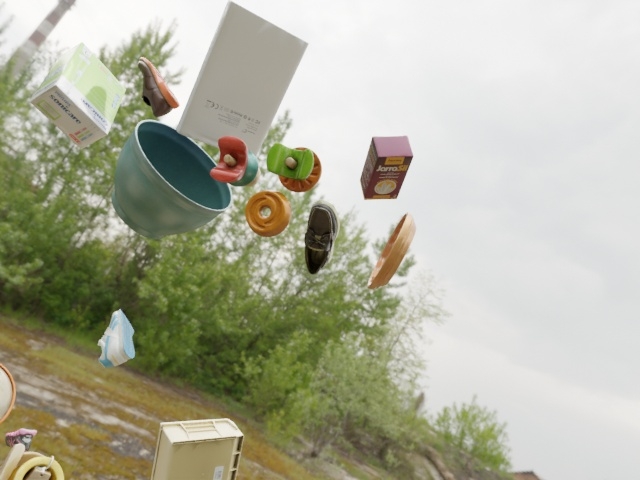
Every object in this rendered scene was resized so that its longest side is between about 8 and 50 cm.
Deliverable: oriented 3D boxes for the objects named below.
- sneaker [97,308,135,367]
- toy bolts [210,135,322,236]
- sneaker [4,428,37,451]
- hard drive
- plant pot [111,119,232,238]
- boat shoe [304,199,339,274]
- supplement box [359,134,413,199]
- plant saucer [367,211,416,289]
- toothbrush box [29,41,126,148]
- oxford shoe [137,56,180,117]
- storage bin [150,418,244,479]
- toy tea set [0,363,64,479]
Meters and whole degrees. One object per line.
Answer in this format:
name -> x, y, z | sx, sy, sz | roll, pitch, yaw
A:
sneaker -> -0.628, 0.293, 1.571 | 0.088, 0.092, 0.229 | 67, -7, -31
toy bolts -> -0.124, -0.121, 1.152 | 0.228, 0.219, 0.158 | 18, -2, 14
sneaker -> -0.694, 0.469, 1.180 | 0.047, 0.057, 0.119 | 20, -37, -39
hard drive -> -0.187, -0.370, 1.234 | 0.210, 0.319, 0.040 | 16, 21, -34
plant pot -> -0.397, -0.128, 1.297 | 0.293, 0.196, 0.293 | 43, 20, -20
boat shoe -> -0.001, 0.000, 1.302 | 0.080, 0.074, 0.224 | 15, -44, 10
supplement box -> 0.183, -0.202, 1.452 | 0.103, 0.081, 0.188 | -3, -33, -10
plant saucer -> 0.170, 0.029, 1.194 | 0.037, 0.200, 0.200 | 28, -16, 3
toothbrush box -> -0.780, -0.476, 1.680 | 0.122, 0.283, 0.206 | -23, -46, 18
oxford shoe -> -0.570, -0.518, 1.724 | 0.271, 0.098, 0.097 | 54, 1, 32
storage bin -> -0.413, 0.753, 1.722 | 0.260, 0.263, 0.123 | 8, 5, -34
toy tea set -> -0.400, 0.294, 0.614 | 0.124, 0.200, 0.336 | -23, -70, 29
